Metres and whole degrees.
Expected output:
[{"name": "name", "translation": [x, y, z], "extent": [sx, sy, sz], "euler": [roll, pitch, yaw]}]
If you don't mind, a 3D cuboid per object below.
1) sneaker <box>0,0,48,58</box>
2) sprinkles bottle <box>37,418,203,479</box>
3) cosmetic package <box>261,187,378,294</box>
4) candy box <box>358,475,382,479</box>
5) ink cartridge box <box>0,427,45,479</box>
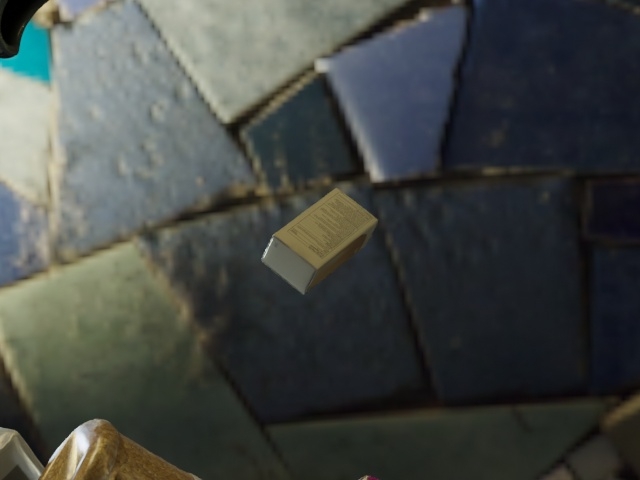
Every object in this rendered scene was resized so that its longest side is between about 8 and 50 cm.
[{"name": "sneaker", "translation": [-0.248, -0.283, 1.566], "extent": [0.108, 0.271, 0.100], "euler": [33, -174, 19]}, {"name": "sprinkles bottle", "translation": [-0.062, 0.277, 1.386], "extent": [0.355, 0.121, 0.121], "euler": [33, -178, -18]}, {"name": "cosmetic package", "translation": [0.000, 0.000, 1.756], "extent": [0.060, 0.041, 0.115], "euler": [39, -136, 14]}, {"name": "candy box", "translation": [0.082, 0.302, 1.256], "extent": [0.159, 0.233, 0.071], "euler": [24, 132, -32]}, {"name": "ink cartridge box", "translation": [-0.318, 0.289, 1.609], "extent": [0.385, 0.308, 0.091], "euler": [2, -139, 50]}]
